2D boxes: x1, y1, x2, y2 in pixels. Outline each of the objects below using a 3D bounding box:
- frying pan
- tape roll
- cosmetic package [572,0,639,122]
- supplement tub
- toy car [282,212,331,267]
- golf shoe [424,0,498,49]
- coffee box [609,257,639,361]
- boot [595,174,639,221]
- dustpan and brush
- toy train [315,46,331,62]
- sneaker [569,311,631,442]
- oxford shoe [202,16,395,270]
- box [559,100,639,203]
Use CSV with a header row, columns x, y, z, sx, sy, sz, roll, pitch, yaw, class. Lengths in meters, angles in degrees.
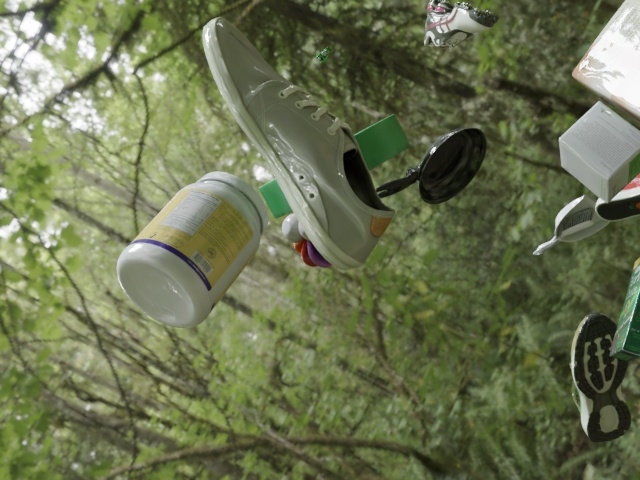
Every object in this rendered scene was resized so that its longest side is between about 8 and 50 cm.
x,y,z,sx,sy,sz,roll,pitch,yaw,class
0.233,-0.133,1.712,0.326,0.053,0.197,-34,-37,-14,frying pan
0.028,-0.154,1.632,0.321,0.077,0.321,-29,6,3,tape roll
0.459,-0.171,0.935,0.129,0.153,0.296,-56,28,17,cosmetic package
-0.288,0.015,1.834,0.331,0.241,0.241,-55,-11,-40,supplement tub
0.000,0.000,1.941,0.182,0.159,0.136,-5,82,55,toy car
0.348,-0.530,1.957,0.273,0.105,0.120,-136,61,-64,golf shoe
0.547,0.112,1.343,0.113,0.040,0.184,55,-126,-74,coffee box
0.735,-0.138,1.710,0.244,0.088,0.176,-7,43,43,boot
0.640,-0.026,2.040,0.211,0.147,0.060,-30,48,36,dustpan and brush
0.007,-0.349,1.471,0.024,0.017,0.083,-45,8,18,toy train
0.727,0.352,2.132,0.182,0.158,0.410,-113,9,-61,sneaker
-0.029,-0.168,1.206,0.130,0.449,0.169,-37,-11,22,oxford shoe
0.425,-0.131,1.179,0.087,0.102,0.101,-43,-26,1,box
